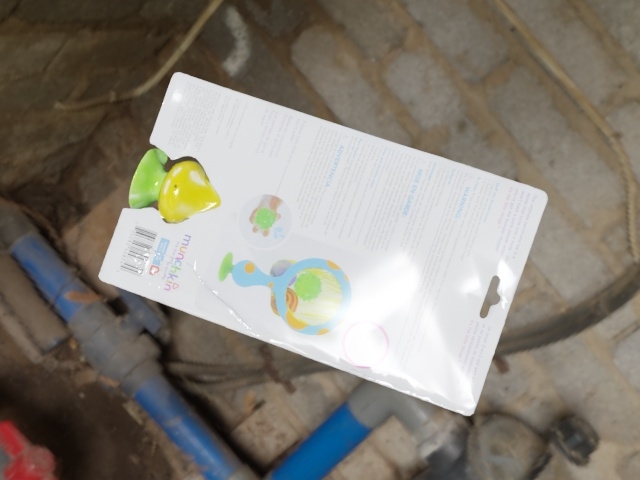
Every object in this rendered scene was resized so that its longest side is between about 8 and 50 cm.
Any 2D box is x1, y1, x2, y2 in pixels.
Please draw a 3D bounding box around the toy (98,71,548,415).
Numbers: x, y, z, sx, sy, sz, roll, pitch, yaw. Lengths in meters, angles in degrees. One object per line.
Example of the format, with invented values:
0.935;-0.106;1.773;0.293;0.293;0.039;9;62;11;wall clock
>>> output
0.000;0.000;0.615;0.237;0.137;0.056;19;-4;6;toy
